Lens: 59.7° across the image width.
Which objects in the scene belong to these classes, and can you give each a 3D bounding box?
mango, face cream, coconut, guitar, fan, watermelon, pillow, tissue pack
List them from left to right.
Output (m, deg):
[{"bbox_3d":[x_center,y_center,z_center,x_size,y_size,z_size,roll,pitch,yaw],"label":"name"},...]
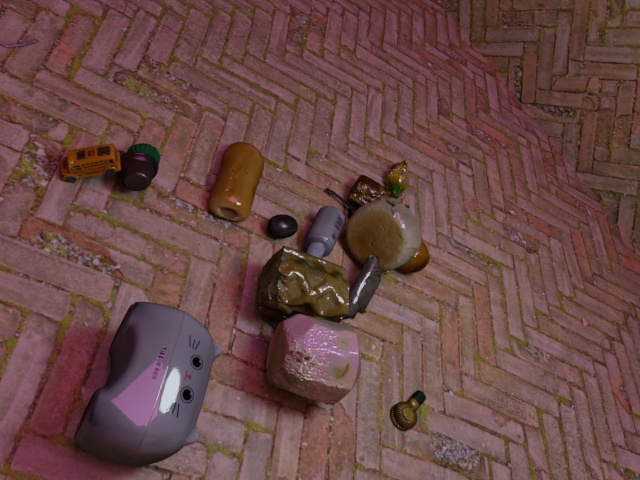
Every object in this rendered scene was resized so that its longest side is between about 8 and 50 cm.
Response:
[{"bbox_3d":[-0.373,0.323,1.247,0.236,0.229,0.333,25,49,-18],"label":"tissue pack"},{"bbox_3d":[-0.119,-0.045,1.792,0.110,0.078,0.078,-8,64,-38],"label":"watermelon"},{"bbox_3d":[-0.005,0.324,1.494,0.245,0.233,0.233,17,51,-17],"label":"coconut"},{"bbox_3d":[0.000,0.000,1.822,0.101,0.101,0.252,34,47,-9],"label":"face cream"},{"bbox_3d":[0.110,-0.112,2.028,0.233,0.025,0.088,39,45,-3],"label":"guitar"},{"bbox_3d":[0.143,0.160,1.803,0.093,0.051,0.241,43,66,-32],"label":"pillow"},{"bbox_3d":[0.292,0.021,1.994,0.219,0.112,0.145,44,46,5],"label":"mango"},{"bbox_3d":[0.272,0.504,1.684,0.082,0.039,0.155,49,45,6],"label":"fan"}]

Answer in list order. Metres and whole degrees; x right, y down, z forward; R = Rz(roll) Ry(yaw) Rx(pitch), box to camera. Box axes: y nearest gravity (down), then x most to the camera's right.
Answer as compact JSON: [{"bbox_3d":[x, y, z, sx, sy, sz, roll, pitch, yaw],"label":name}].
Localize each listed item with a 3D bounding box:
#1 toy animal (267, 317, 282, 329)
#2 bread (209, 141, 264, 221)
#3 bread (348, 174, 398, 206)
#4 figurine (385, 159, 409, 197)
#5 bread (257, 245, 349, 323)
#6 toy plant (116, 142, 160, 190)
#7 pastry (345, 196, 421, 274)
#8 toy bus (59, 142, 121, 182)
[{"bbox_3d":[-0.115,0.247,1.616,0.050,0.028,0.084,-37,84,-36],"label":"toy animal"},{"bbox_3d":[-0.262,-0.196,1.798,0.142,0.091,0.305,20,49,-14],"label":"bread"},{"bbox_3d":[0.197,-0.160,2.064,0.172,0.103,0.132,33,26,-6],"label":"bread"},{"bbox_3d":[0.310,-0.246,2.199,0.095,0.115,0.156,23,50,-5],"label":"figurine"},{"bbox_3d":[-0.045,0.145,1.612,0.252,0.238,0.196,21,62,-13],"label":"bread"},{"bbox_3d":[-0.540,-0.224,1.628,0.143,0.105,0.200,-4,40,-15],"label":"toy plant"},{"bbox_3d":[0.212,-0.018,1.877,0.265,0.265,0.133,55,34,12],"label":"pastry"},{"bbox_3d":[-0.639,-0.216,1.534,0.162,0.074,0.069,-11,62,-7],"label":"toy bus"}]
